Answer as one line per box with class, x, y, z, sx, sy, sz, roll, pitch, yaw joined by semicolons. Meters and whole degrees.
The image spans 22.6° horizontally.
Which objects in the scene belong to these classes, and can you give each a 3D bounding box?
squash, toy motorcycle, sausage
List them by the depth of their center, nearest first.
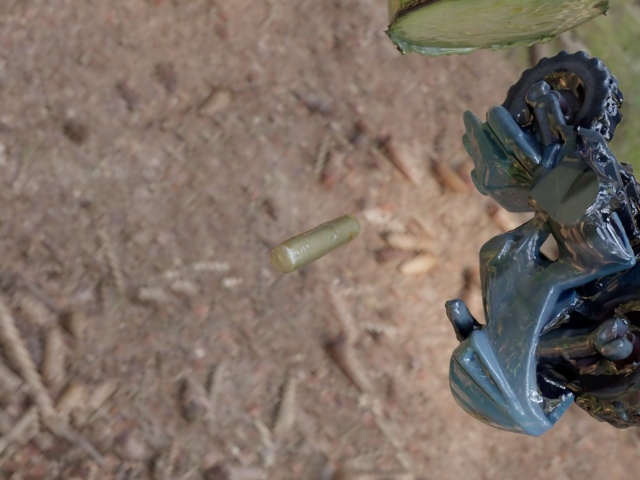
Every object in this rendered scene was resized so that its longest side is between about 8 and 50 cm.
sausage;0.000;0.000;1.177;0.024;0.024;0.132;51;26;6
toy motorcycle;0.201;0.011;1.451;0.172;0.232;0.416;35;34;-42
squash;0.153;-0.252;1.488;0.220;0.220;0.133;-2;71;-42
